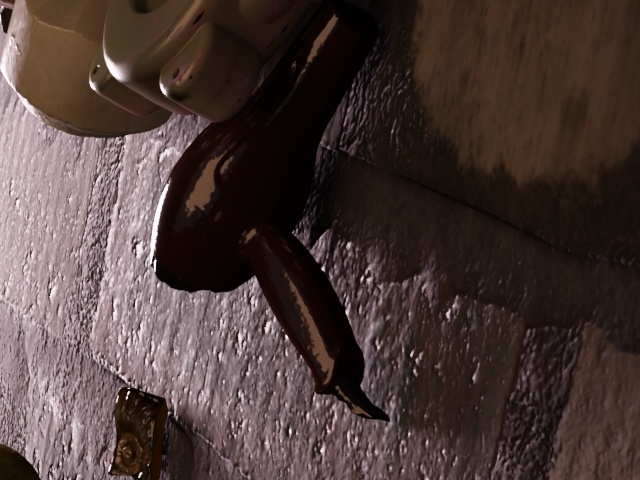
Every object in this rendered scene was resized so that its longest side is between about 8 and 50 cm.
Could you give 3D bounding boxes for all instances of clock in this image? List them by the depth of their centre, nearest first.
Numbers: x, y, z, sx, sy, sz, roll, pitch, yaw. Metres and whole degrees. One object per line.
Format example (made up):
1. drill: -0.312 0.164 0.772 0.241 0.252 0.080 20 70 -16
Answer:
1. clock: -0.082 -0.255 1.746 0.284 0.114 0.309 12 75 59

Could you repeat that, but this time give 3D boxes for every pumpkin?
1. pumpkin: -0.184 0.205 1.995 0.073 0.035 0.101 6 86 49

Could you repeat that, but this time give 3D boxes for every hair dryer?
1. hair dryer: 0.000 0.000 1.679 0.312 0.123 0.340 -51 52 27

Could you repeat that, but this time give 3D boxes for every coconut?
1. coconut: -0.218 -0.220 1.973 0.222 0.202 0.202 -63 36 35

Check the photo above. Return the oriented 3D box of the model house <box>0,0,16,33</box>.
1. model house: -0.325 -0.288 2.254 0.176 0.181 0.248 -56 -21 -37

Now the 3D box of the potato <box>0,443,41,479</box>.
1. potato: -0.418 0.354 2.230 0.307 0.173 0.210 -47 48 42
